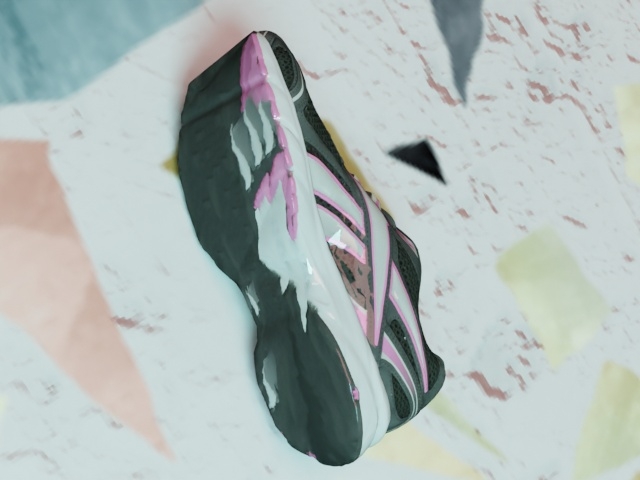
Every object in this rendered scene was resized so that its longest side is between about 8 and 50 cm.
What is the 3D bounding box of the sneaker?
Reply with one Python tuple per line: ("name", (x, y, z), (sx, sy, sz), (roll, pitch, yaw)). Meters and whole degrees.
("sneaker", (0.000, 0.000, 0.681), (0.077, 0.072, 0.178), (-17, 92, -43))
